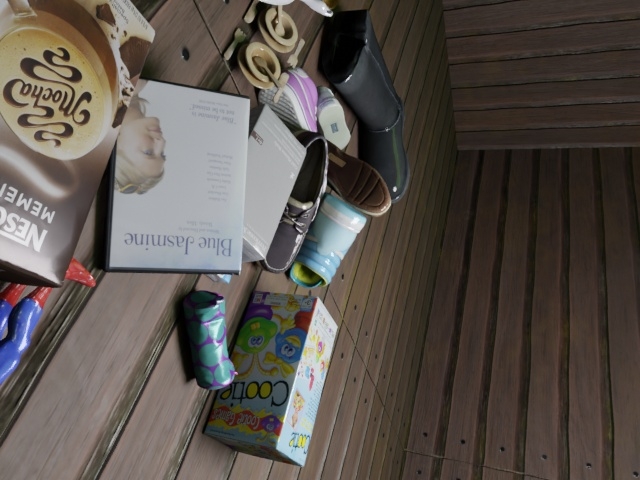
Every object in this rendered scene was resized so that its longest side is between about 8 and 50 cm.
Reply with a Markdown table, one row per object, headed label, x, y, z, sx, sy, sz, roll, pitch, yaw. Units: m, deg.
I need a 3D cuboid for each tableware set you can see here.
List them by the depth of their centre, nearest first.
| label | x | y | z | sx | sy | sz | roll | pitch | yaw |
| --- | --- | --- | --- | --- | --- | --- | --- | --- | --- |
| tableware set | -0.087 | -0.356 | 0.948 | 0.128 | 0.039 | 0.194 | 37 | 53 | -29 |

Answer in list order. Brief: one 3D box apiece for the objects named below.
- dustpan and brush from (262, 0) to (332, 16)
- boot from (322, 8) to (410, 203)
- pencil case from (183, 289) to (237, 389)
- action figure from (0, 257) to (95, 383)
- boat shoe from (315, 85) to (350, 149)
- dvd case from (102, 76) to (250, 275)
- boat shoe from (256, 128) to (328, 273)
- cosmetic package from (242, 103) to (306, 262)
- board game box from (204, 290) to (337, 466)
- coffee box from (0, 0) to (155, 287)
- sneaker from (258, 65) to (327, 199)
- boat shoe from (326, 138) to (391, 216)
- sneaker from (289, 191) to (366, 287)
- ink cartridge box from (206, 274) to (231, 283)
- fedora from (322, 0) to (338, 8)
| label | x | y | z | sx | sy | sz | roll | pitch | yaw |
| --- | --- | --- | --- | --- | --- | --- | --- | --- | --- |
| dustpan and brush | -0.063 | -0.474 | 0.956 | 0.060 | 0.211 | 0.147 | 142 | -40 | -60 |
| boot | 0.134 | -0.338 | 1.414 | 0.445 | 0.146 | 0.366 | 43 | 44 | -67 |
| pencil case | -0.175 | 0.158 | 0.836 | 0.070 | 0.065 | 0.151 | -17 | 111 | -40 |
| action figure | -0.302 | 0.157 | 0.488 | 0.139 | 0.092 | 0.280 | 64 | 35 | -34 |
| boat shoe | 0.019 | -0.282 | 1.229 | 0.227 | 0.079 | 0.081 | 75 | -6 | -71 |
| dvd case | -0.187 | -0.081 | 0.695 | 0.181 | 0.022 | 0.252 | 3 | 90 | -28 |
| boat shoe | -0.054 | -0.071 | 0.980 | 0.092 | 0.103 | 0.285 | -154 | -97 | -72 |
| cosmetic package | -0.124 | -0.091 | 0.853 | 0.127 | 0.107 | 0.237 | 45 | 46 | -39 |
| board game box | -0.081 | 0.252 | 0.975 | 0.144 | 0.142 | 0.275 | 63 | 37 | -51 |
| coffee box | -0.282 | -0.125 | 0.469 | 0.168 | 0.119 | 0.296 | 50 | 47 | -60 |
| sneaker | -0.031 | -0.225 | 1.101 | 0.161 | 0.102 | 0.281 | -65 | 149 | -49 |
| boat shoe | 0.065 | -0.137 | 1.172 | 0.095 | 0.257 | 0.095 | -40 | 153 | -5 |
| sneaker | 0.000 | 0.000 | 1.207 | 0.208 | 0.127 | 0.319 | -59 | -179 | 5 |
| ink cartridge box | -0.167 | 0.025 | 0.888 | 0.048 | 0.028 | 0.083 | 54 | 44 | -57 |
| fedora | 0.040 | -0.659 | 1.243 | 0.194 | 0.079 | 0.194 | 4 | 90 | -68 |
